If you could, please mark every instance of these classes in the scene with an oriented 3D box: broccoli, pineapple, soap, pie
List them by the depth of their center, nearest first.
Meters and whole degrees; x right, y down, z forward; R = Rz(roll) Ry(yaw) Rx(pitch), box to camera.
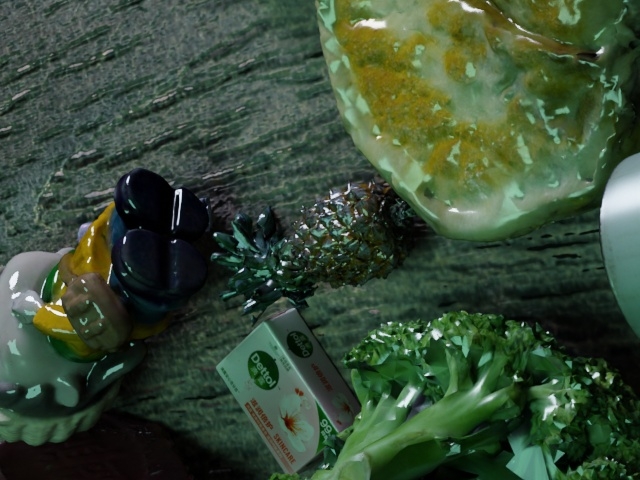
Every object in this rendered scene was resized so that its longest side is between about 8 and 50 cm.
[{"bbox_3d":[0.126,-0.165,1.463,0.339,0.077,0.339,15,114,36],"label":"pie"},{"bbox_3d":[0.103,0.233,1.478,0.413,0.321,0.310,1,134,39],"label":"broccoli"},{"bbox_3d":[-0.001,0.000,1.628,0.221,0.083,0.103,-21,78,44],"label":"pineapple"},{"bbox_3d":[-0.219,0.249,1.841,0.289,0.182,0.112,-137,40,-66],"label":"soap"}]

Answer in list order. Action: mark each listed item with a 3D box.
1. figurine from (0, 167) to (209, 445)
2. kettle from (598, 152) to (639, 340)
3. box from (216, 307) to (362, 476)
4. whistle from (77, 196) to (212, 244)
[{"bbox_3d":[-0.214,0.072,1.778,0.332,0.204,0.185,-23,50,32],"label":"figurine"},{"bbox_3d":[0.344,0.004,1.290,0.236,0.161,0.221,-22,117,41],"label":"kettle"},{"bbox_3d":[-0.026,0.136,1.723,0.125,0.043,0.089,55,132,12],"label":"box"},{"bbox_3d":[-0.163,-0.012,1.801,0.176,0.033,0.033,-10,98,43],"label":"whistle"}]
